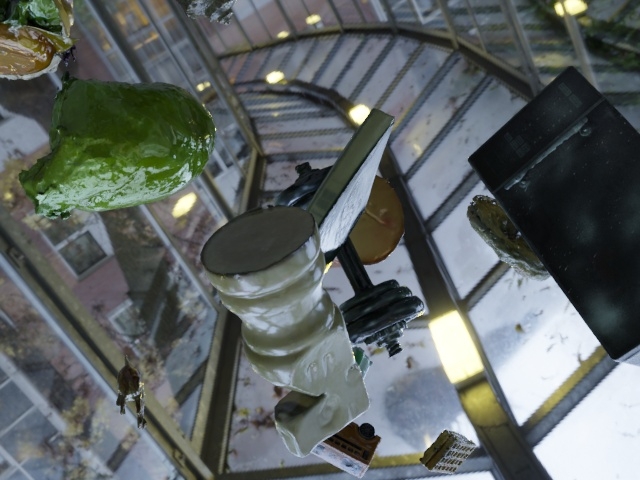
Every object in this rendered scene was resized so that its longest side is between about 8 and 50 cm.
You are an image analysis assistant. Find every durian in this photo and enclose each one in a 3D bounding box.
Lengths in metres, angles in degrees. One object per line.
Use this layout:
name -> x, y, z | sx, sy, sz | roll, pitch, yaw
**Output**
durian -> -0.299, -0.164, 1.022 | 0.340, 0.204, 0.256 | -10, -139, -34

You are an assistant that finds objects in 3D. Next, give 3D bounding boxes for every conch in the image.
conch -> -0.179, -0.434, 1.031 | 0.130, 0.207, 0.155 | -23, -176, 1

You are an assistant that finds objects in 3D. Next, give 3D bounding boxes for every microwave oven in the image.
microwave oven -> 0.514, -0.023, 1.120 | 0.236, 0.374, 0.432 | -43, -126, 24

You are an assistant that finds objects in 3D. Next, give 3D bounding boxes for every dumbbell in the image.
dumbbell -> 0.051, 0.031, 1.244 | 0.179, 0.406, 0.179 | -25, 168, -6

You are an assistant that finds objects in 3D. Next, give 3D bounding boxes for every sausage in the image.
sausage -> 0.042, -0.043, 1.670 | 0.233, 0.233, 0.287 | -40, -168, -21

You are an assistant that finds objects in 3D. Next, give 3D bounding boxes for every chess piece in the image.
chess piece -> -0.017, 0.078, 0.513 | 0.090, 0.200, 0.090 | -14, -150, 8

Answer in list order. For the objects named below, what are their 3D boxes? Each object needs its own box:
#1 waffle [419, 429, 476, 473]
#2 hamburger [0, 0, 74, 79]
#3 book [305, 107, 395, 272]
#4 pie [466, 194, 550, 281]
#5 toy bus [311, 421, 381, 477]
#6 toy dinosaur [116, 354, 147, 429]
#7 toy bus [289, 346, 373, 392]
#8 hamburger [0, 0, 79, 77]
waffle -> 0.298, 0.494, 1.539 | 0.102, 0.148, 0.042 | -50, -127, 5
hamburger -> -0.620, -0.478, 1.284 | 0.276, 0.276, 0.236 | -22, -116, 19
book -> 0.000, 0.000, 1.011 | 0.043, 0.260, 0.371 | 26, -125, 9
pie -> 0.475, -0.010, 1.643 | 0.055, 0.274, 0.274 | -51, -168, 31
toy bus -> 0.017, 0.391, 1.324 | 0.194, 0.083, 0.088 | 26, -136, 8
toy dinosaur -> -0.267, 0.186, 0.925 | 0.039, 0.126, 0.162 | -4, -137, -21
toy bus -> 0.016, 0.396, 1.732 | 0.165, 0.134, 0.276 | -28, -153, 52
hamburger -> -0.334, -0.226, 0.655 | 0.190, 0.093, 0.164 | 1, 177, 31
